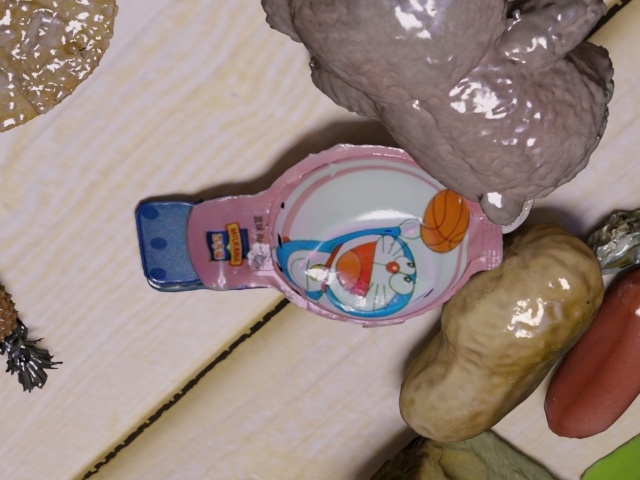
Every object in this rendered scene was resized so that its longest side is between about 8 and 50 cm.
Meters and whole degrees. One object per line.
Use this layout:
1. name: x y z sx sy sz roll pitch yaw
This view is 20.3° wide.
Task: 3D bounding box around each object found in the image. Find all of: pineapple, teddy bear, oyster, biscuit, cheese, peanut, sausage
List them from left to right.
1. biscuit: -0.248 -0.157 1.224 0.220 0.033 0.219 -9 132 -10
2. pineapple: -0.253 0.075 1.413 0.058 0.058 0.124 -24 138 5
3. cheese: 0.000 0.000 1.400 0.286 0.074 0.189 -1 128 2
4. teddy bear: 0.088 -0.137 1.254 0.236 0.151 0.267 -18 128 38
5. peanut: 0.142 0.081 1.485 0.236 0.110 0.120 -53 166 32
6. sausage: 0.258 0.099 1.555 0.077 0.077 0.194 12 126 -24
7. oyster: 0.254 0.003 1.506 0.100 0.037 0.098 -22 155 -24

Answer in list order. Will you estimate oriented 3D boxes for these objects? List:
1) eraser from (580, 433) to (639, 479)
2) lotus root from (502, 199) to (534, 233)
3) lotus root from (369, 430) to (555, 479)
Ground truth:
1. eraser: 0.367 0.273 1.599 0.210 0.274 0.092 -38 127 17
2. lotus root: 0.156 -0.042 1.428 0.030 0.037 0.083 9 123 -14
3. lotus root: 0.123 0.311 1.582 0.260 0.267 0.149 35 124 -26
